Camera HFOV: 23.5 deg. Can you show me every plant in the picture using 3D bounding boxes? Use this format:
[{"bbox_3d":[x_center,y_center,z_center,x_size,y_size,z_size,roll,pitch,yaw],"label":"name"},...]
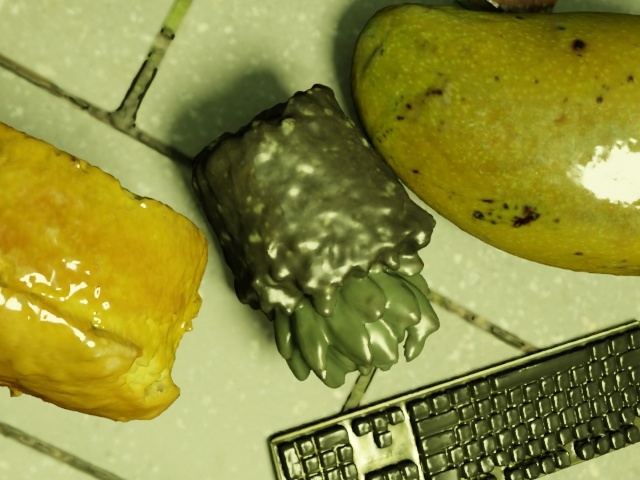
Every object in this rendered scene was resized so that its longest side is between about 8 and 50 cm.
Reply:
[{"bbox_3d":[0.000,0.000,1.054,0.129,0.132,0.194,-29,96,-12],"label":"plant"}]

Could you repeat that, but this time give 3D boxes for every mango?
[{"bbox_3d":[0.182,-0.071,1.097,0.330,0.175,0.176,7,59,-17],"label":"mango"}]

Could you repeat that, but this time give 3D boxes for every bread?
[{"bbox_3d":[0.144,-0.180,1.140,0.109,0.043,0.062,-15,95,-19],"label":"bread"},{"bbox_3d":[-0.195,0.011,0.925,0.268,0.268,0.145,26,80,-18],"label":"bread"}]

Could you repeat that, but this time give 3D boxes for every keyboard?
[{"bbox_3d":[0.120,0.151,1.153,0.317,0.027,0.106,-17,97,-18],"label":"keyboard"}]
